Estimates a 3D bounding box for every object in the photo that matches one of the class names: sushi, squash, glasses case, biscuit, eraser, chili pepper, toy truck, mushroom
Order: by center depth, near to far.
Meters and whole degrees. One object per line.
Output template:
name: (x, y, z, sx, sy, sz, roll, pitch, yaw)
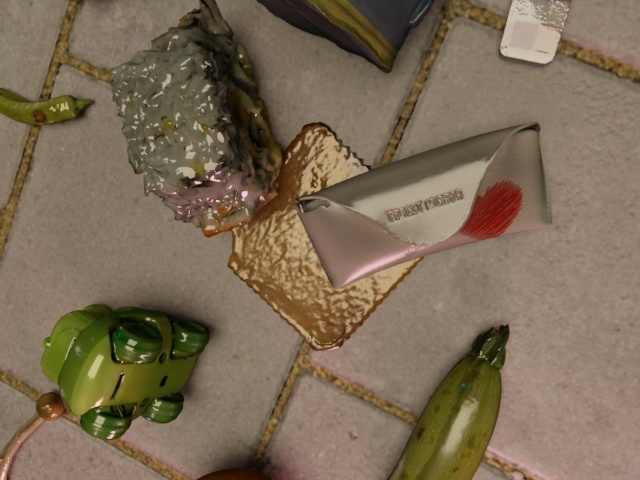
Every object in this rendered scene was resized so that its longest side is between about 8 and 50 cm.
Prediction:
eraser: (0.249, -0.259, 0.656, 0.064, 0.026, 0.105, 18, 100, 14)
glasses case: (0.121, -0.036, 0.670, 0.307, 0.083, 0.129, -18, 92, 13)
sushi: (-0.141, -0.144, 0.678, 0.139, 0.184, 0.274, -19, 83, 14)
squash: (0.154, 0.256, 0.703, 0.094, 0.094, 0.341, 28, 101, 9)
toy truck: (-0.272, 0.149, 0.742, 0.210, 0.187, 0.148, 24, 96, 10)
biscuit: (0.000, 0.000, 0.751, 0.232, 0.013, 0.237, 43, 103, 5)
chili pepper: (-0.428, -0.194, 0.818, 0.208, 0.043, 0.049, 11, 111, 13)
mushroom: (-0.479, 0.361, 0.895, 0.068, 0.043, 0.306, 37, 106, 33)

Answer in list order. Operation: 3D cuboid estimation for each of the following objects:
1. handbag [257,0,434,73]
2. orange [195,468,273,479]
handbag: (0.033, -0.336, 0.579, 0.222, 0.263, 0.241, 34, 105, 22)
orange: (-0.119, 0.399, 0.735, 0.205, 0.206, 0.206, 1, 96, 13)
